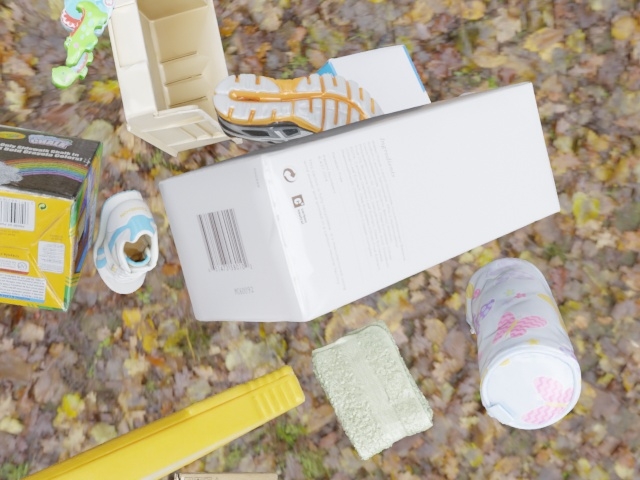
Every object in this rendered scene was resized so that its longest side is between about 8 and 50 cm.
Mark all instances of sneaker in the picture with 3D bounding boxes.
[{"bbox_3d":[-0.311,0.025,1.451,0.087,0.228,0.092,-19,59,-24],"label":"sneaker"},{"bbox_3d":[-0.026,-0.154,1.111,0.215,0.083,0.084,8,66,-7],"label":"sneaker"}]

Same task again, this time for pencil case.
[{"bbox_3d":[0.247,0.122,1.140,0.124,0.273,0.113,-27,108,13],"label":"pencil case"}]

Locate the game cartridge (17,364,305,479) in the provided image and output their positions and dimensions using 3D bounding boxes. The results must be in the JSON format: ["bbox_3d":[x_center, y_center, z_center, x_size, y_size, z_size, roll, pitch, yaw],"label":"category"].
[{"bbox_3d":[-0.200,0.215,0.821,0.324,0.285,0.052,-20,80,-44],"label":"game cartridge"}]

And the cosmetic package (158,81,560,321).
[{"bbox_3d":[0.050,-0.046,0.920,0.365,0.197,0.155,-19,97,-36],"label":"cosmetic package"}]

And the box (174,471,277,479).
[{"bbox_3d":[-0.158,0.468,1.488,0.201,0.021,0.164,13,74,-40],"label":"box"}]

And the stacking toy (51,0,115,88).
[{"bbox_3d":[-0.209,-0.256,0.857,0.052,0.167,0.221,23,82,-16],"label":"stacking toy"}]

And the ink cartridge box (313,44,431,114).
[{"bbox_3d":[0.050,-0.187,1.501,0.168,0.233,0.171,-21,84,-36],"label":"ink cartridge box"}]

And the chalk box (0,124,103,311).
[{"bbox_3d":[-0.425,-0.052,1.321,0.180,0.289,0.179,9,115,-7],"label":"chalk box"}]

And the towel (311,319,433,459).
[{"bbox_3d":[0.060,0.179,1.090,0.110,0.027,0.148,-28,71,3],"label":"towel"}]

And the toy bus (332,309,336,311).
[{"bbox_3d":[0.000,0.008,1.412,0.104,0.202,0.191,10,104,-6],"label":"toy bus"}]

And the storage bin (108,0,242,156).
[{"bbox_3d":[-0.237,-0.291,1.425,0.123,0.260,0.262,-13,83,8],"label":"storage bin"}]
